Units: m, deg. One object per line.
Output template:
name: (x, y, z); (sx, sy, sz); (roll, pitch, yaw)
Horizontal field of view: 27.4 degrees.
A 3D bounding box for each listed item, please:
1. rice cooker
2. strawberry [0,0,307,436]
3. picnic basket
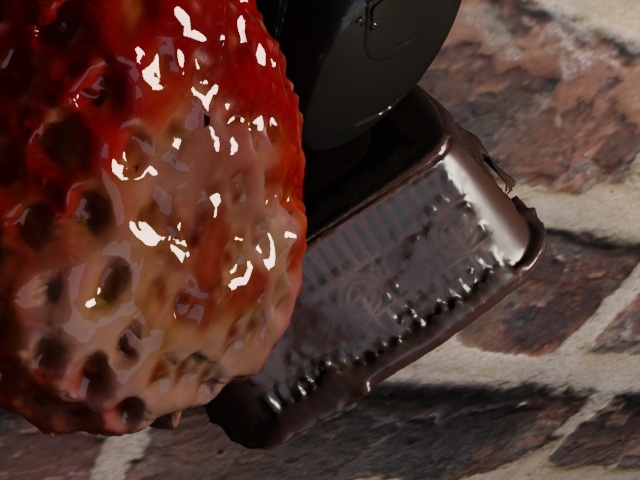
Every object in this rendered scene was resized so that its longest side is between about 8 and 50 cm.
rice cooker: (0.013, -0.151, 0.839); (0.142, 0.118, 0.203); (-29, 152, -30)
strawberry: (-0.105, -0.044, 0.699); (0.265, 0.149, 0.336); (-13, 123, -28)
picnic basket: (0.000, 0.000, 0.978); (0.297, 0.222, 0.129); (-34, 130, 3)
